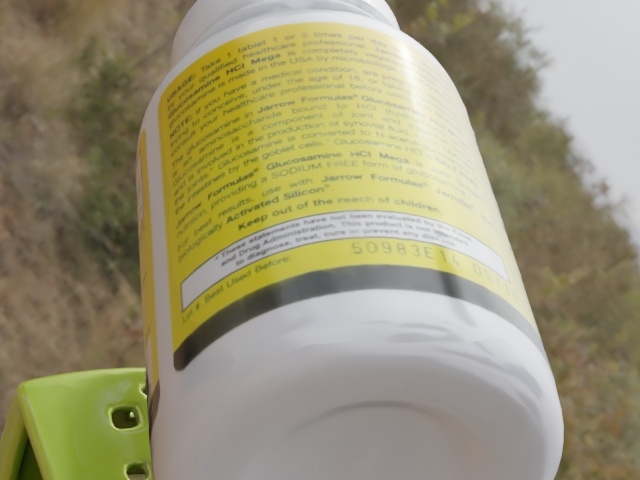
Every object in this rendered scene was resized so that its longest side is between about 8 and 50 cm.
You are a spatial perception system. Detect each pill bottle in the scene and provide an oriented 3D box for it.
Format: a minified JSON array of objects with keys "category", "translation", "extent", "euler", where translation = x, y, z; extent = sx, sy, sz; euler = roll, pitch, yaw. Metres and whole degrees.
[{"category":"pill bottle","translation":[0.000,0.000,0.790],"extent":[0.188,0.188,0.334],"euler":[50,20,-38]}]

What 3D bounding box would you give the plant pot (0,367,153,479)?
[{"category":"plant pot","translation":[-0.076,0.208,0.961],"extent":[0.228,0.207,0.227],"euler":[65,-27,24]}]
